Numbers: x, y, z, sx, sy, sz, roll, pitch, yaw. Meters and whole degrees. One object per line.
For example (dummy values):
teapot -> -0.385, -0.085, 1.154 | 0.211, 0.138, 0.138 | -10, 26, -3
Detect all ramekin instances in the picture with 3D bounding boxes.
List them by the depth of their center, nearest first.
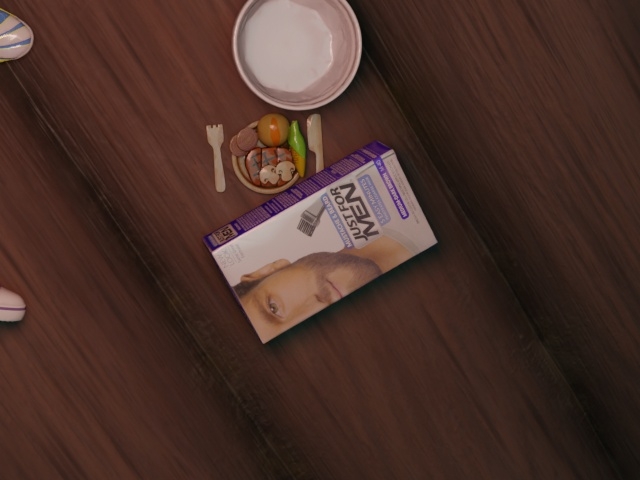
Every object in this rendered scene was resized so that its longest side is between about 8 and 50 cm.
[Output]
ramekin -> -0.046, -0.313, 1.899 | 0.207, 0.109, 0.207 | -2, 99, -12

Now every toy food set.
toy food set -> -0.085, -0.142, 1.951 | 0.192, 0.038, 0.132 | -8, 100, -11

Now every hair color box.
hair color box -> 0.000, 0.000, 1.950 | 0.338, 0.110, 0.185 | -30, 109, -5

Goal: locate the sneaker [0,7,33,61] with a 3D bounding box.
sneaker -> -0.553, -0.325, 1.779 | 0.240, 0.126, 0.091 | 13, 96, -13

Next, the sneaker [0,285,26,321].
sneaker -> -0.572, 0.017, 1.842 | 0.282, 0.102, 0.161 | 24, 90, -14
